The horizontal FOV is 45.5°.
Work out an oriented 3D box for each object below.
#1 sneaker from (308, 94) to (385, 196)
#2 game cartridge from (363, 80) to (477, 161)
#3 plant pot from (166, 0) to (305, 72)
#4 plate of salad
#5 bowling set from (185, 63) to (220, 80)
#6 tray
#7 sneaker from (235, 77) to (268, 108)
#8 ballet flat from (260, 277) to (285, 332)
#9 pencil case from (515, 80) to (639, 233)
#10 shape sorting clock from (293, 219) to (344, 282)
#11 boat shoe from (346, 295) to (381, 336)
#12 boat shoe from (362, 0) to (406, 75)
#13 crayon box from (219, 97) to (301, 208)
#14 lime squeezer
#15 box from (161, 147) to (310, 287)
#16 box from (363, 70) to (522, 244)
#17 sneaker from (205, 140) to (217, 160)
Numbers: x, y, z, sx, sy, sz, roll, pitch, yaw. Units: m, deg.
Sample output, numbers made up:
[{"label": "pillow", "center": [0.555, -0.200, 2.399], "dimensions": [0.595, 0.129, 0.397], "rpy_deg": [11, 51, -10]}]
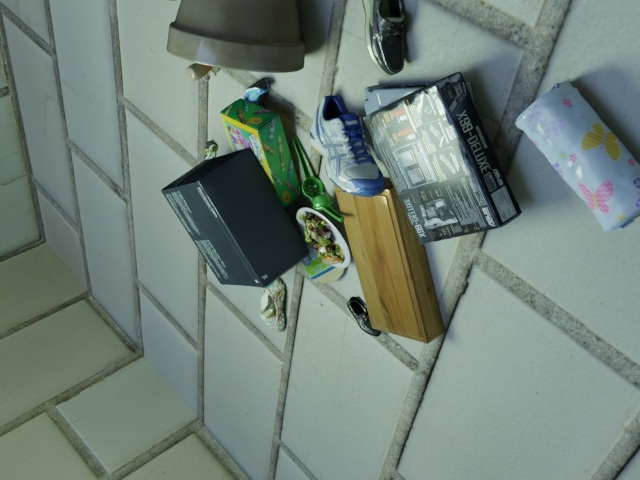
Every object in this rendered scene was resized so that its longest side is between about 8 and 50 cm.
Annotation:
[{"label": "sneaker", "center": [0.059, -0.224, 1.775], "dimensions": [0.296, 0.111, 0.131], "rpy_deg": [53, 143, 36]}, {"label": "game cartridge", "center": [0.220, -0.239, 1.634], "dimensions": [0.294, 0.060, 0.196], "rpy_deg": [12, 120, 50]}, {"label": "plant pot", "center": [-0.182, -0.555, 1.747], "dimensions": [0.323, 0.323, 0.281], "rpy_deg": [27, 119, 41]}, {"label": "plate of salad", "center": [0.000, 0.000, 2.033], "dimensions": [0.200, 0.048, 0.200], "rpy_deg": [39, 154, 24]}, {"label": "bowling set", "center": [-0.276, -0.571, 2.010], "dimensions": [0.199, 0.154, 0.287], "rpy_deg": [1, 115, 33]}, {"label": "tray", "center": [0.169, 0.046, 1.902], "dimensions": [0.202, 0.076, 0.411], "rpy_deg": [10, 123, 51]}, {"label": "sneaker", "center": [-0.170, -0.384, 2.061], "dimensions": [0.073, 0.063, 0.162], "rpy_deg": [54, 157, -7]}, {"label": "ballet flat", "center": [-0.162, 0.217, 2.481], "dimensions": [0.091, 0.077, 0.241], "rpy_deg": [34, 139, 34]}, {"label": "pencil case", "center": [0.459, -0.143, 1.324], "dimensions": [0.273, 0.113, 0.124], "rpy_deg": [53, 157, 12]}, {"label": "shape sorting clock", "center": [-0.009, 0.025, 2.157], "dimensions": [0.206, 0.040, 0.206], "rpy_deg": [22, 124, 37]}, {"label": "boat shoe", "center": [0.121, 0.212, 2.115], "dimensions": [0.133, 0.048, 0.042], "rpy_deg": [50, 154, 24]}, {"label": "boat shoe", "center": [0.137, -0.449, 1.562], "dimensions": [0.073, 0.080, 0.224], "rpy_deg": [13, 121, 55]}, {"label": "crayon box", "center": [-0.160, -0.233, 2.082], "dimensions": [0.165, 0.081, 0.279], "rpy_deg": [30, 148, 39]}, {"label": "lime squeezer", "center": [-0.002, -0.132, 1.993], "dimensions": [0.310, 0.058, 0.110], "rpy_deg": [62, 148, 35]}, {"label": "box", "center": [-0.242, -0.055, 2.147], "dimensions": [0.312, 0.179, 0.343], "rpy_deg": [0, 124, 61]}, {"label": "box", "center": [0.241, -0.155, 1.553], "dimensions": [0.242, 0.076, 0.308], "rpy_deg": [-16, 102, 57]}, {"label": "sneaker", "center": [-0.346, -0.282, 2.401], "dimensions": [0.035, 0.031, 0.083], "rpy_deg": [63, 146, 22]}]
